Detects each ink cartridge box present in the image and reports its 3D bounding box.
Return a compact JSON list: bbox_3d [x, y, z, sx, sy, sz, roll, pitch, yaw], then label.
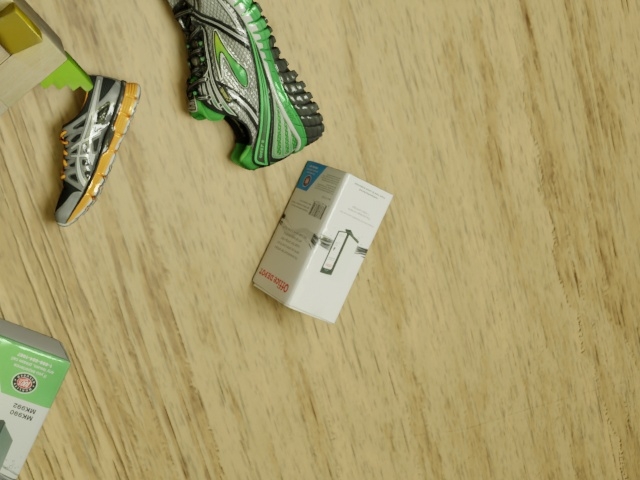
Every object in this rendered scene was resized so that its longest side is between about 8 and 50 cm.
[{"bbox_3d":[0.000,0.000,1.533,0.085,0.148,0.203,24,91,-26],"label":"ink cartridge box"},{"bbox_3d":[-0.485,0.239,1.394,0.211,0.121,0.289,24,91,-24],"label":"ink cartridge box"}]

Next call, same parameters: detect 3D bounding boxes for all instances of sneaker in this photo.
[{"bbox_3d":[-0.313,-0.121,1.426,0.083,0.084,0.215,22,88,-11],"label":"sneaker"},{"bbox_3d":[-0.132,-0.243,1.441,0.146,0.134,0.344,-37,112,-11],"label":"sneaker"}]

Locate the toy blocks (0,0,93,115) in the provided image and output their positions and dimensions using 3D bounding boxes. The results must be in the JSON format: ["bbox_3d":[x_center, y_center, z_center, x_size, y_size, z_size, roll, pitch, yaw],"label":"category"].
[{"bbox_3d":[-0.503,-0.252,1.280,0.261,0.191,0.381,-39,121,2],"label":"toy blocks"}]
